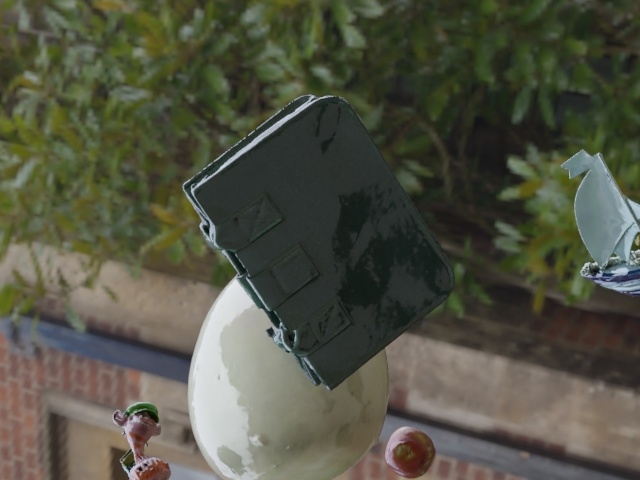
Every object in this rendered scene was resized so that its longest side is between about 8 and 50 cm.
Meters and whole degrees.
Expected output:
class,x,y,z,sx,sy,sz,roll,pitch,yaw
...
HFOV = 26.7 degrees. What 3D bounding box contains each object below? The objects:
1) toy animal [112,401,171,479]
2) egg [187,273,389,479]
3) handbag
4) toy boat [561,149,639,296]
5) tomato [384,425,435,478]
class,x,y,z,sx,sy,sz,roll,pitch,yaw
toy animal,-0.280,0.365,2.186,0.100,0.208,0.103,0,-44,-39
egg,-0.044,0.184,1.897,0.283,0.283,0.345,9,-100,-68
handbag,0.001,-0.001,1.682,0.238,0.089,0.326,-37,-69,-12
toy boat,0.508,-0.028,2.308,0.291,0.220,0.067,54,-141,-19
tomato,0.146,0.353,2.232,0.075,0.087,0.087,3,-81,-68
